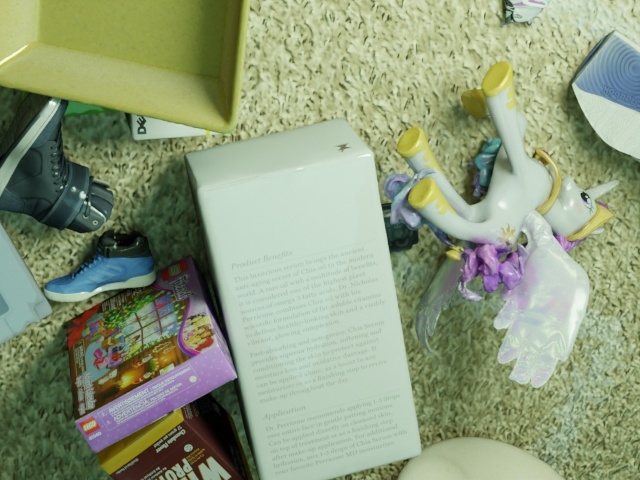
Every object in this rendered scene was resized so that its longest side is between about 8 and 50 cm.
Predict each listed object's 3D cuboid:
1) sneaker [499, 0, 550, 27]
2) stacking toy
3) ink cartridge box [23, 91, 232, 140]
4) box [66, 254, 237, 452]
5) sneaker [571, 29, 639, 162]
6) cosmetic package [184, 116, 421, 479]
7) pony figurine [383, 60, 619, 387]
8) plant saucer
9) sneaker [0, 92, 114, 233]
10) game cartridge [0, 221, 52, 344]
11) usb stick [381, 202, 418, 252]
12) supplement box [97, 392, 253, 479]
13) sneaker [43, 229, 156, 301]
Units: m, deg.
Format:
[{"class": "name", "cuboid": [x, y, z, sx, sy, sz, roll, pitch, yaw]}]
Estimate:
[{"class": "sneaker", "cuboid": [0.253, -0.316, 1.940, 0.098, 0.038, 0.069, 26, 107, -25]}, {"class": "stacking toy", "cuboid": [0.199, 0.571, 2.296, 0.350, 0.351, 0.480, 10, 133, -20]}, {"class": "ink cartridge box", "cuboid": [-0.242, -0.225, 1.816, 0.255, 0.097, 0.189, -6, 118, -14]}, {"class": "box", "cuboid": [-0.228, 0.139, 1.898, 0.201, 0.293, 0.057, -28, 115, 0]}, {"class": "sneaker", "cuboid": [0.482, -0.148, 2.048, 0.315, 0.182, 0.127, 43, 99, 0]}, {"class": "cosmetic package", "cuboid": [-0.021, 0.089, 1.948, 0.230, 0.161, 0.453, -13, 114, -8]}, {"class": "pony figurine", "cuboid": [0.242, -0.016, 1.969, 0.363, 0.303, 0.351, 41, 78, -38]}, {"class": "plant saucer", "cuboid": [-0.222, -0.319, 1.677, 0.332, 0.081, 0.333, 13, 112, 14]}, {"class": "sneaker", "cuboid": [-0.320, -0.098, 1.838, 0.163, 0.086, 0.226, 23, 137, -20]}, {"class": "game cartridge", "cuboid": [-0.523, 0.085, 1.891, 0.294, 0.060, 0.196, -30, 114, -10]}, {"class": "usb stick", "cuboid": [0.000, 0.000, 2.034, 0.278, 0.045, 0.077, -10, 112, -10]}, {"class": "supplement box", "cuboid": [-0.210, 0.281, 2.037, 0.129, 0.191, 0.194, -37, 121, 6]}, {"class": "sneaker", "cuboid": [-0.301, 0.028, 1.957, 0.152, 0.058, 0.085, -10, 117, -7]}]
